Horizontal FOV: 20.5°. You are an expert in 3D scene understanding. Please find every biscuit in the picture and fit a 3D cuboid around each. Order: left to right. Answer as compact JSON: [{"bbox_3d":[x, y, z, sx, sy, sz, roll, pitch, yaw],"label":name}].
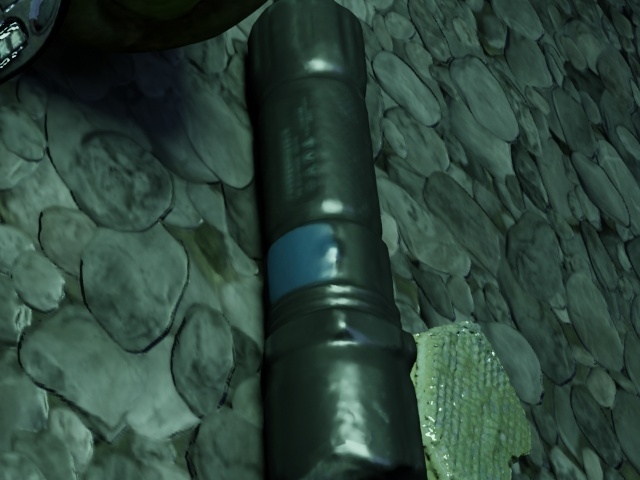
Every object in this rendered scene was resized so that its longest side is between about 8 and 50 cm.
[{"bbox_3d":[0.120,0.177,1.260,0.147,0.046,0.250,-5,68,-56],"label":"biscuit"}]

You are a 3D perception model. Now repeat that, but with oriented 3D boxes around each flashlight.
[{"bbox_3d":[0.000,0.000,1.202,0.103,0.103,0.424,32,38,-38],"label":"flashlight"}]

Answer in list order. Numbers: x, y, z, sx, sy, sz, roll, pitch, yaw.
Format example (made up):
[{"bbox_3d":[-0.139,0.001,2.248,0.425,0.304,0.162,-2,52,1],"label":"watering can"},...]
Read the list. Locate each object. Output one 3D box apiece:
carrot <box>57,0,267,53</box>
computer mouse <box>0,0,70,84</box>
[{"bbox_3d":[-0.135,-0.293,1.132,0.224,0.224,0.340,20,46,-47],"label":"carrot"},{"bbox_3d":[-0.235,-0.125,0.941,0.233,0.096,0.137,-41,115,-36],"label":"computer mouse"}]
